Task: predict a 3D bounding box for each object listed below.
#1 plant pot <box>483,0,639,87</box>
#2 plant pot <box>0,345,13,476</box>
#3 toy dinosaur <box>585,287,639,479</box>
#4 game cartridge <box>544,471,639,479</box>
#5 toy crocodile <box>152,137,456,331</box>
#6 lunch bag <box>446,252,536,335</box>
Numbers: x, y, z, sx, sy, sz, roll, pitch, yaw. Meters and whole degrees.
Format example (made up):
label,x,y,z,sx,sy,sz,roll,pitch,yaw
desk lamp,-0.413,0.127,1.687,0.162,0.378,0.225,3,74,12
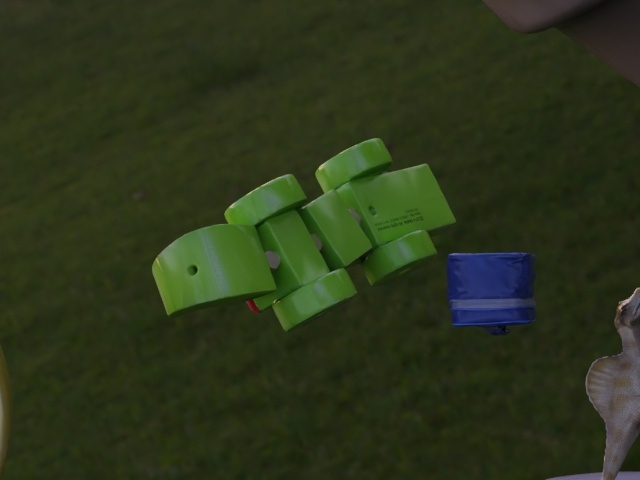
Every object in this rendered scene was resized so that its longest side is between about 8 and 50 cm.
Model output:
label,x,y,z,sx,sy,sz,roll,pitch,yaw
plant pot,0.235,-0.119,0.619,0.323,0.280,0.323,-41,8,7
plant pot,-0.356,0.116,1.358,0.254,0.254,0.239,-22,7,-3
toy dinosaur,0.246,0.132,1.396,0.053,0.092,0.183,134,153,-59
game cartridge,0.260,0.286,1.430,0.297,0.198,0.062,3,8,-7
toy crocodile,0.000,0.000,1.487,0.105,0.115,0.340,-32,-5,37
lunch bag,0.136,0.043,1.416,0.067,0.065,0.098,-1,-2,13
